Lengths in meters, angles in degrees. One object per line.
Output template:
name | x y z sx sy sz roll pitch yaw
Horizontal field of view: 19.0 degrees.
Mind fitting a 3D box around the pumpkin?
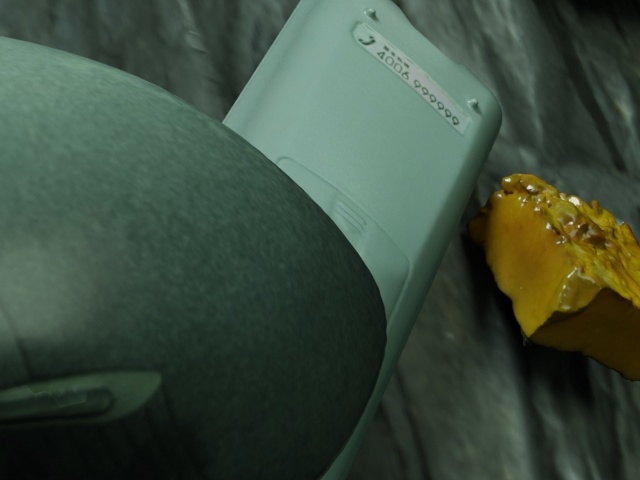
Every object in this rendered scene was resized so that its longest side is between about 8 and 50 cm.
pumpkin | 0.103 0.020 0.779 0.074 0.054 0.083 25 24 -33

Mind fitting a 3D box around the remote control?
remote control | -0.001 0.000 0.696 0.103 0.051 0.293 40 39 -12

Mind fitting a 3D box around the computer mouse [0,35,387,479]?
computer mouse | -0.140 0.003 0.500 0.379 0.090 0.167 -2 45 -32
